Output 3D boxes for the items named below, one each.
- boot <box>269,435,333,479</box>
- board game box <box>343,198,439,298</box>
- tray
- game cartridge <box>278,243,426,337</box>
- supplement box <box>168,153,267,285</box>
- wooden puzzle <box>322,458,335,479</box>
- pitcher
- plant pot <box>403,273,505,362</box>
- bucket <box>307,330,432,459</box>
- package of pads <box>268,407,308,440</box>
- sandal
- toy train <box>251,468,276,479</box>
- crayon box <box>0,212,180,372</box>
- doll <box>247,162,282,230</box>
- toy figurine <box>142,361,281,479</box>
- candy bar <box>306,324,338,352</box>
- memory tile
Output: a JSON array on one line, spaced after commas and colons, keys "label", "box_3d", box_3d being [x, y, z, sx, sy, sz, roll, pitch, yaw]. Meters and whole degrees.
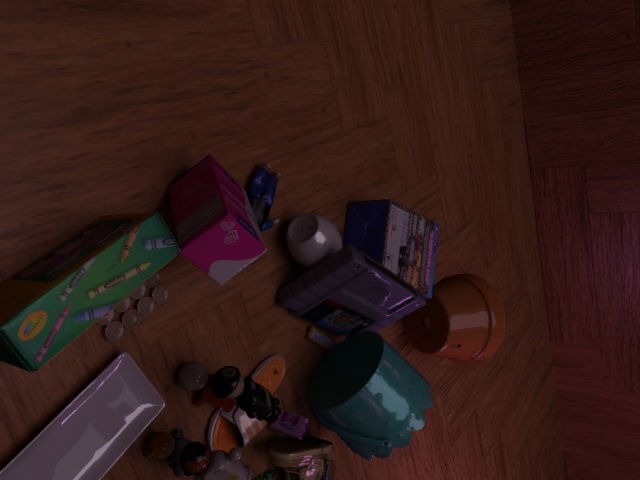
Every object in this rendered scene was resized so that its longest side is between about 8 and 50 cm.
[{"label": "boot", "box_3d": [-0.057, 0.566, 1.218, 0.262, 0.095, 0.203, 41, 59, -64]}, {"label": "board game box", "box_3d": [0.205, 0.031, 1.520, 0.291, 0.141, 0.231, 20, 75, -49]}, {"label": "tray", "box_3d": [-0.393, 0.328, 0.879, 0.270, 0.030, 0.145, -49, 127, -39]}, {"label": "game cartridge", "box_3d": [0.088, 0.148, 1.325, 0.355, 0.230, 0.068, 32, 28, -46]}, {"label": "supplement box", "box_3d": [-0.193, -0.042, 0.964, 0.111, 0.114, 0.220, 47, 11, -40]}, {"label": "wooden puzzle", "box_3d": [0.017, 0.566, 1.268, 0.116, 0.014, 0.078, 74, 24, -56]}, {"label": "pitcher", "box_3d": [0.000, 0.000, 1.305, 0.207, 0.126, 0.177, 50, 32, -51]}, {"label": "plant pot", "box_3d": [0.406, 0.252, 1.681, 0.204, 0.291, 0.290, 1, 89, -35]}, {"label": "bucket", "box_3d": [0.113, 0.373, 1.302, 0.183, 0.281, 0.281, 48, 53, -17]}, {"label": "package of pads", "box_3d": [-0.074, 0.426, 1.226, 0.032, 0.083, 0.050, 68, 40, -56]}, {"label": "sandal", "box_3d": [-0.141, 0.354, 1.150, 0.265, 0.076, 0.101, -50, 126, -38]}, {"label": "toy train", "box_3d": [-0.133, 0.546, 1.201, 0.083, 0.024, 0.017, -12, 99, -51]}, {"label": "crayon box", "box_3d": [-0.372, 0.062, 0.797, 0.278, 0.166, 0.081, -47, 124, -40]}, {"label": "doll", "box_3d": [-0.138, -0.074, 1.178, 0.129, 0.046, 0.188, 39, 61, -43]}, {"label": "toy figurine", "box_3d": [-0.204, 0.337, 0.972, 0.148, 0.213, 0.209, 43, 60, -31]}, {"label": "candy bar", "box_3d": [0.013, 0.267, 1.384, 0.161, 0.018, 0.040, 42, 59, -43]}, {"label": "memory tile", "box_3d": [-0.347, 0.100, 0.949, 0.148, 0.012, 0.113, -45, 123, -42]}]
